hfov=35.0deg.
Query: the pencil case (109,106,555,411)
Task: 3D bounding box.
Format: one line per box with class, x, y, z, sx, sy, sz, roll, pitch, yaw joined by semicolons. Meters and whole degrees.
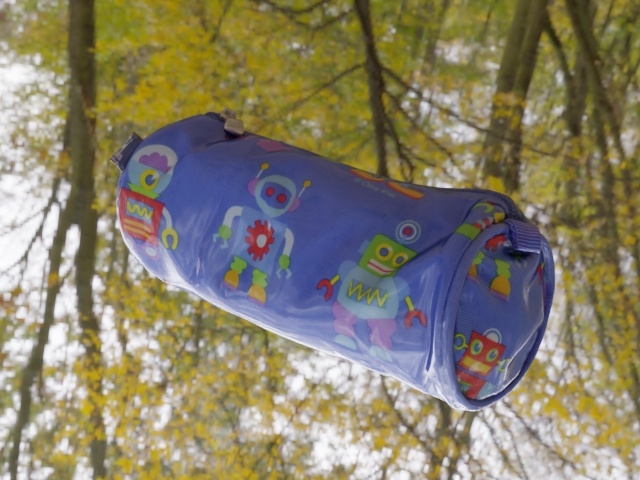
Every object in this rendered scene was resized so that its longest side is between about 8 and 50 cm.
pencil case;0.000;0.000;0.663;0.306;0.133;0.119;20;-170;35
